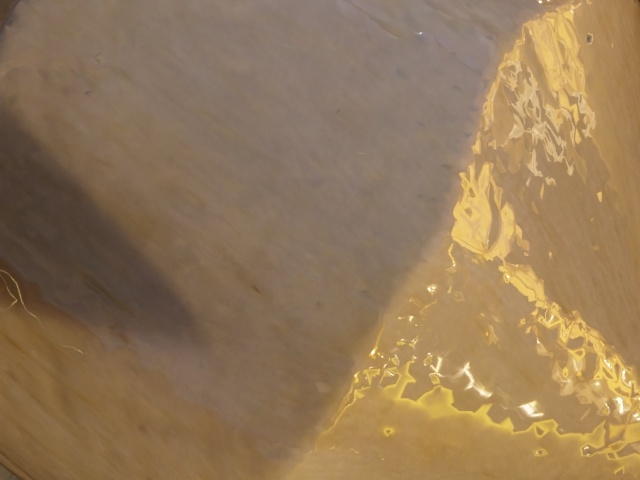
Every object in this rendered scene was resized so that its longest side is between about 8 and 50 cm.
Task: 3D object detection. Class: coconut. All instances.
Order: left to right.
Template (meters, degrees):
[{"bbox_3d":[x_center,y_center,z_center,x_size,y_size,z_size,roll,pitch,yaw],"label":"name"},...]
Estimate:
[{"bbox_3d":[0.000,0.000,0.433,0.222,0.202,0.202,36,66,10],"label":"coconut"}]

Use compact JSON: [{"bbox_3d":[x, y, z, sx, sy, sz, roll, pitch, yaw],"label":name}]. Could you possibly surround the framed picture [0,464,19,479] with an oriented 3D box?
[{"bbox_3d":[-0.147,0.232,0.892,0.232,0.024,0.315,21,99,-17],"label":"framed picture"}]
